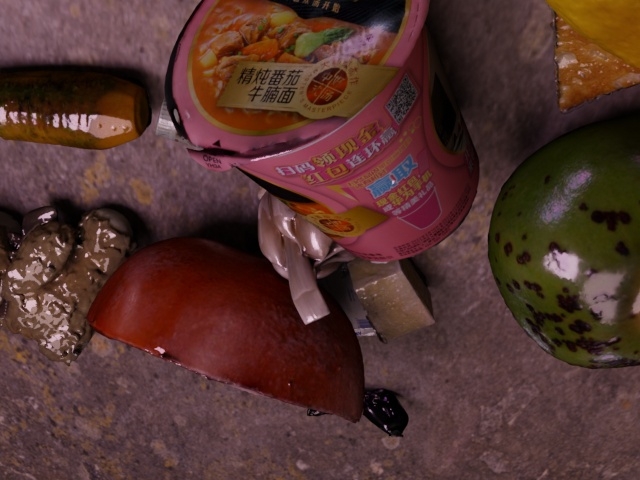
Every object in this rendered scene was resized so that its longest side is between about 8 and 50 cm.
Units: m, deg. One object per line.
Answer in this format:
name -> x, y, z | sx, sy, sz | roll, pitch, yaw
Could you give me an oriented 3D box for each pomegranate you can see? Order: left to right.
pomegranate -> 0.289, 0.007, 0.944 | 0.254, 0.270, 0.254 | -7, 116, -15

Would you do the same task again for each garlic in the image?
garlic -> 0.000, 0.000, 1.066 | 0.127, 0.194, 0.131 | 17, 130, -24

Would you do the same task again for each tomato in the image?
tomato -> -0.096, 0.085, 1.173 | 0.338, 0.144, 0.338 | 21, 174, 2

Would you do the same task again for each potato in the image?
potato -> 0.081, 0.060, 1.201 | 0.086, 0.061, 0.122 | -26, 135, 8

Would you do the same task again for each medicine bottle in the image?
medicine bottle -> -0.124, -0.119, 1.048 | 0.083, 0.047, 0.047 | 15, 143, -5

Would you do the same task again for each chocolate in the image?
chocolate -> 0.053, 0.240, 1.466 | 0.147, 0.072, 0.070 | 19, 146, -1

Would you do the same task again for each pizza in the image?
pizza -> 0.264, -0.172, 0.890 | 0.184, 0.036, 0.176 | 10, 145, -2

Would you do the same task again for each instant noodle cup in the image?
instant noodle cup -> 0.028, -0.107, 0.900 | 0.243, 0.244, 0.255 | -9, 147, 25

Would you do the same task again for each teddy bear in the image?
teddy bear -> -0.378, 0.044, 1.242 | 0.256, 0.156, 0.267 | 22, 144, -12

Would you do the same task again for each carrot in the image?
carrot -> -0.261, -0.132, 1.036 | 0.173, 0.082, 0.082 | 0, 142, 9

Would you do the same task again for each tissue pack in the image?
tissue pack -> 0.023, 0.067, 1.275 | 0.122, 0.026, 0.193 | 0, 143, 13

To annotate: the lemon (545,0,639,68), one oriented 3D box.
lemon -> 0.239, -0.229, 0.661 | 0.288, 0.234, 0.233 | 32, 139, -29
